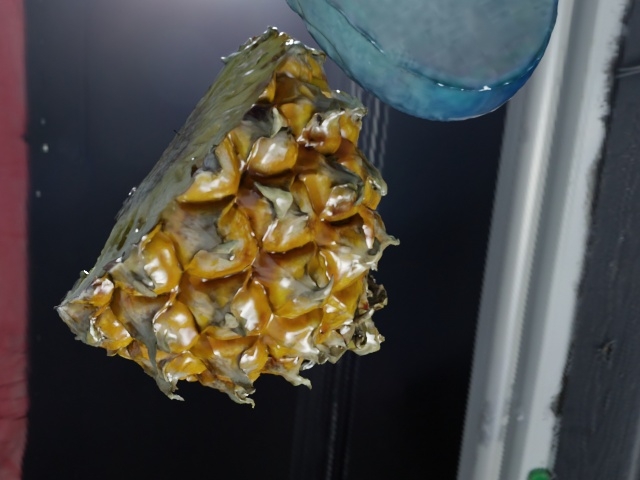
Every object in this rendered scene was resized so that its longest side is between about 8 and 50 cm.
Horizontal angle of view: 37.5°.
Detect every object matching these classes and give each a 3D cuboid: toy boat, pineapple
[{"bbox_3d":[0.052,-0.245,0.718,0.330,0.215,0.123,58,-14,-6],"label":"toy boat"},{"bbox_3d":[0.002,0.002,0.783,0.286,0.344,0.209,41,-27,-22],"label":"pineapple"}]
